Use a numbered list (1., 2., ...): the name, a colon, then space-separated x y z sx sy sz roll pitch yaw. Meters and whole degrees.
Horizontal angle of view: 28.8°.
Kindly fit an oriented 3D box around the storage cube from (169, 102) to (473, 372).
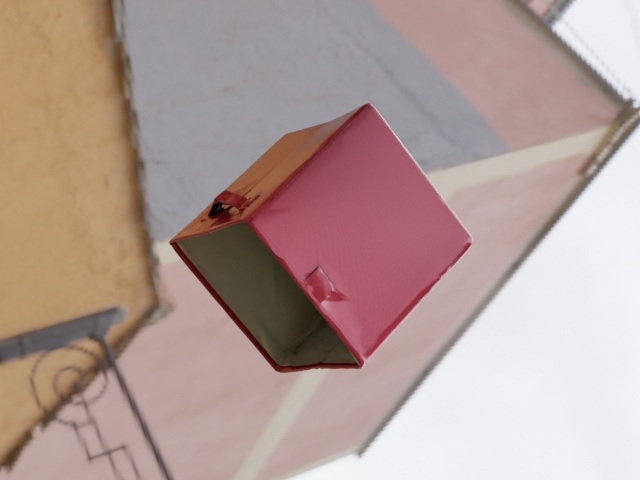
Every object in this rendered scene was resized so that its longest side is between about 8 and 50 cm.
1. storage cube: 0.000 0.000 1.275 0.215 0.193 0.184 52 -28 -14
